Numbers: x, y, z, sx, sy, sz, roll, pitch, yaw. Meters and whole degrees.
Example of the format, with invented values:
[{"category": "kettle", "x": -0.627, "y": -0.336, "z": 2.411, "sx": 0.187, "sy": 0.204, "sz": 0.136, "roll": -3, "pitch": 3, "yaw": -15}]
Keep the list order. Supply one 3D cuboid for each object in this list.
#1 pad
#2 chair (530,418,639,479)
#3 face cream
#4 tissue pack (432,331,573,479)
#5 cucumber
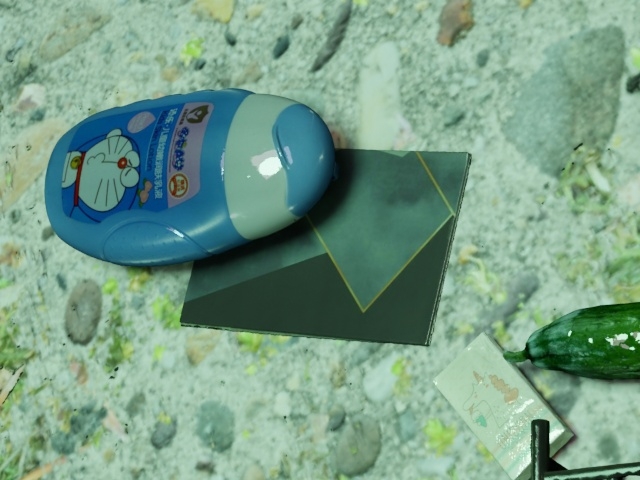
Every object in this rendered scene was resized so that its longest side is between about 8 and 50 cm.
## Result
[{"category": "pad", "x": 0.000, "y": 0.000, "z": 1.506, "sx": 0.243, "sy": 0.004, "sz": 0.163, "roll": 3, "pitch": 72, "yaw": 33}, {"category": "chair", "x": 0.219, "y": 0.250, "z": 1.180, "sx": 0.141, "sy": 0.154, "sz": 0.260, "roll": -10, "pitch": 63, "yaw": 29}, {"category": "face cream", "x": -0.104, "y": -0.053, "z": 1.538, "sx": 0.264, "sy": 0.083, "sz": 0.149, "roll": -6, "pitch": 70, "yaw": 32}, {"category": "tissue pack", "x": 0.132, "y": 0.122, "z": 1.360, "sx": 0.056, "sy": 0.023, "sz": 0.108, "roll": -44, "pitch": 54, "yaw": 10}, {"category": "cucumber", "x": 0.240, "y": 0.068, "z": 1.297, "sx": 0.250, "sy": 0.056, "sz": 0.056, "roll": -3, "pitch": 69, "yaw": 28}]
